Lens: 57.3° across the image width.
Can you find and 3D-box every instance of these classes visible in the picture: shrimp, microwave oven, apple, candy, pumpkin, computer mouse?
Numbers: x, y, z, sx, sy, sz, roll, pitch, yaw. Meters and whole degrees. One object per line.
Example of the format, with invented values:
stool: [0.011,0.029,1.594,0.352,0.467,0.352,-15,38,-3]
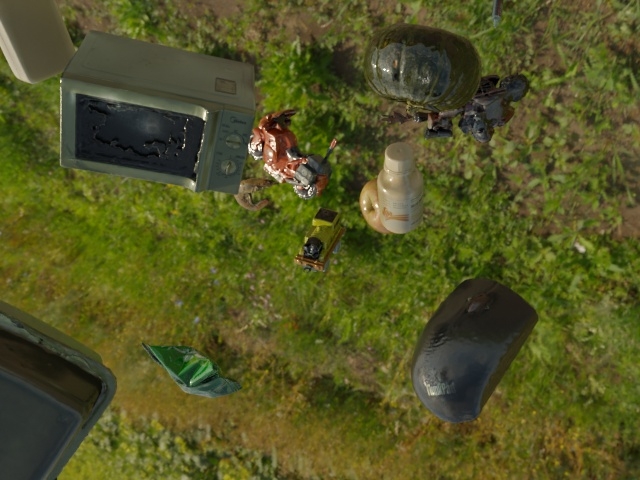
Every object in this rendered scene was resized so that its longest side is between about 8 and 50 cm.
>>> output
shrimp: [-0.180,-0.131,1.667,0.163,0.045,0.095,-8,95,31]
microwave oven: [-0.328,-0.257,1.221,0.355,0.286,0.218,8,126,-14]
apple: [0.241,-0.126,2.092,0.209,0.164,0.209,168,90,-67]
candy: [-0.283,0.286,1.275,0.203,0.078,0.141,12,135,20]
pumpkin: [0.183,-0.311,1.070,0.224,0.224,0.157,17,101,28]
computer mouse: [0.261,0.190,1.069,0.170,0.269,0.100,27,169,44]

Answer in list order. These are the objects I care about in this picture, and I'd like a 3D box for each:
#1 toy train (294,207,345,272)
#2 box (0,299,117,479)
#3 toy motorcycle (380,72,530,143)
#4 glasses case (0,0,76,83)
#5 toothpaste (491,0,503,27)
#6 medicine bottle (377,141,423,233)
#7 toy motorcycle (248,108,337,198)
toy train: [0.000,0.000,1.613,0.089,0.219,0.127,16,134,16]
box: [-0.404,0.224,0.684,0.221,0.290,0.166,35,179,-19]
toy motorcycle: [0.377,-0.353,1.642,0.401,0.134,0.207,-9,137,-4]
glasses case: [-0.678,-0.534,1.316,0.076,0.144,0.336,25,139,34]
toothpaste: [0.378,-0.517,1.242,0.021,0.139,0.037,1,170,42]
medicine bottle: [0.197,-0.131,1.443,0.114,0.114,0.252,21,149,23]
toy motorcycle: [-0.093,-0.285,1.836,0.326,0.148,0.221,40,124,19]
